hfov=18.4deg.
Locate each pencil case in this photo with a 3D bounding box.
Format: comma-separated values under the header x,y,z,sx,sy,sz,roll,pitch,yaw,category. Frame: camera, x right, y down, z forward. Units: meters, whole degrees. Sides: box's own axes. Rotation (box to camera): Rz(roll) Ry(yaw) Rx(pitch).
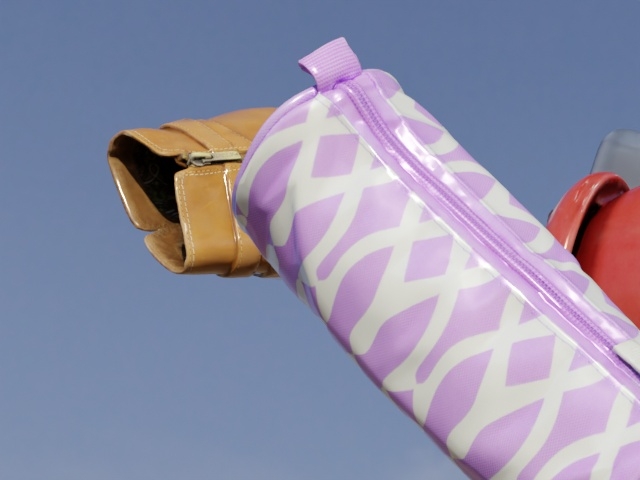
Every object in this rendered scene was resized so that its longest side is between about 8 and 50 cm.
x,y,z,sx,sy,sz,roll,pitch,yaw,category
0.057,0.026,0.690,0.206,0.086,0.088,43,-29,23,pencil case

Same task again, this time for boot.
x,y,z,sx,sy,sz,roll,pitch,yaw,category
0.000,0.000,1.363,0.220,0.283,0.109,-4,-45,-42,boot

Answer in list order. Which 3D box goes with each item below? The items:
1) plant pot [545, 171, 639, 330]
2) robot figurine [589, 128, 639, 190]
x,y,z,sx,sy,sz,roll,pitch,yaw,category
0.224,0.045,1.168,0.174,0.191,0.191,7,-24,26,plant pot
0.354,0.028,1.381,0.353,0.200,0.300,18,2,17,robot figurine
